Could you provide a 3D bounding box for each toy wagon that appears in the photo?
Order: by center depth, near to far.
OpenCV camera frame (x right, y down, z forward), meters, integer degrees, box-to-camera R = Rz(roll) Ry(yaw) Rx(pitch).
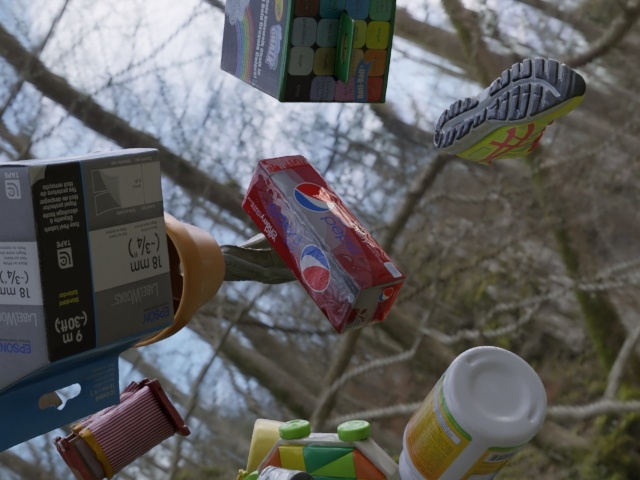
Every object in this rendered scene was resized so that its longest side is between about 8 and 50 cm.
[{"bbox_3d":[-0.013,0.445,2.085,0.068,0.344,0.267,-20,-76,-58],"label":"toy wagon"}]

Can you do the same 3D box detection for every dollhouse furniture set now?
[{"bbox_3d":[-0.423,0.239,2.116,0.201,0.374,0.152,-35,6,-19],"label":"dollhouse furniture set"}]

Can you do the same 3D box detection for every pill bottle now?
[{"bbox_3d":[0.189,0.255,1.597,0.136,0.136,0.245,-43,-13,-36],"label":"pill bottle"}]

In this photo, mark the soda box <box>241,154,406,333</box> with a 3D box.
[{"bbox_3d":[0.000,0.000,1.658,0.083,0.263,0.092,-13,-38,-36],"label":"soda box"}]

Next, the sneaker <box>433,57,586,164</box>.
[{"bbox_3d":[0.232,-0.142,1.396,0.094,0.208,0.081,29,-119,-29],"label":"sneaker"}]

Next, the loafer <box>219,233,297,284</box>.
[{"bbox_3d":[-0.132,0.032,2.346,0.251,0.094,0.087,14,-114,-57],"label":"loafer"}]

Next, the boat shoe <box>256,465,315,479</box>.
[{"bbox_3d":[-0.103,0.516,1.929,0.118,0.103,0.320,34,-112,-39],"label":"boat shoe"}]

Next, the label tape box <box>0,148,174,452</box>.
[{"bbox_3d":[-0.286,0.065,1.445,0.241,0.106,0.333,-16,-76,-60],"label":"label tape box"}]

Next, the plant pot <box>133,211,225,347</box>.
[{"bbox_3d":[-0.243,0.047,1.830,0.188,0.205,0.205,-10,-58,-65],"label":"plant pot"}]

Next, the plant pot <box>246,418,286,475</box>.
[{"bbox_3d":[-0.035,0.506,2.463,0.254,0.239,0.254,-170,90,-90],"label":"plant pot"}]

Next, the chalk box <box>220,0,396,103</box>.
[{"bbox_3d":[-0.006,-0.302,1.773,0.179,0.289,0.180,-3,-69,-28],"label":"chalk box"}]
